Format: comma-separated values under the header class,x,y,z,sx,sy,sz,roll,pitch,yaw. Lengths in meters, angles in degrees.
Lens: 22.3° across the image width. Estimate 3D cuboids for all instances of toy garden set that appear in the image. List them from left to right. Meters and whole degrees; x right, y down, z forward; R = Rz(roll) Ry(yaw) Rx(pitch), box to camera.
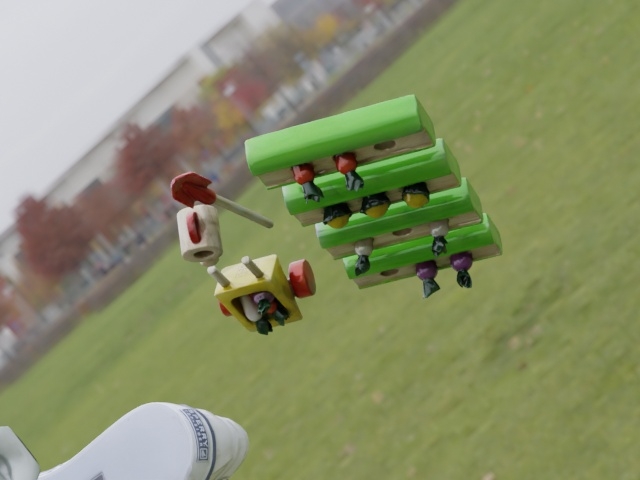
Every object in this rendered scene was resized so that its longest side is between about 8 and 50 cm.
class,x,y,z,sx,sy,sz,roll,pitch,yaw
toy garden set,0.000,0.000,1.067,0.204,0.049,0.244,-14,-23,14

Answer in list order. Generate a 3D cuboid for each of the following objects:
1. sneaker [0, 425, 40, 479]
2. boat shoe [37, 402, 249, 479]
class,x,y,z,sx,sy,sz,roll,pitch,yaw
sneaker,-0.148,0.231,0.815,0.122,0.330,0.146,-50,-8,30
boat shoe,-0.158,0.194,1.140,0.258,0.095,0.084,-28,-22,28
